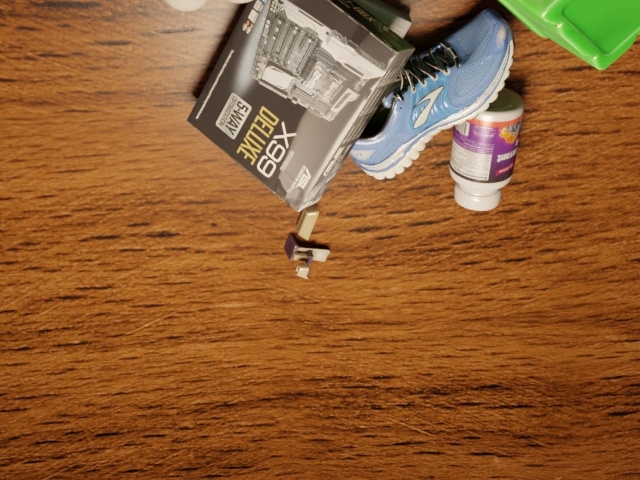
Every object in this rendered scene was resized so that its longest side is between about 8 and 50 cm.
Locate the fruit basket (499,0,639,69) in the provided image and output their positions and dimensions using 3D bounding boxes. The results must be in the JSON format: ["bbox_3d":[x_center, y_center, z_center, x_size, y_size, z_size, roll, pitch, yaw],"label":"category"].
[{"bbox_3d":[0.345,-0.468,1.194,0.392,0.392,0.283,-42,139,24],"label":"fruit basket"}]

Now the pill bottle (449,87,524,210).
[{"bbox_3d":[0.272,-0.150,1.524,0.108,0.108,0.193,0,126,-2],"label":"pill bottle"}]

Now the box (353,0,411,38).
[{"bbox_3d":[0.035,-0.303,1.450,0.145,0.038,0.186,22,123,-17],"label":"box"}]

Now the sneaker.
[{"bbox_3d":[0.157,-0.235,1.420,0.330,0.129,0.147,-43,137,18],"label":"sneaker"}]

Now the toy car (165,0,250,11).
[{"bbox_3d":[-0.154,-0.377,1.211,0.182,0.136,0.159,-7,128,4],"label":"toy car"}]

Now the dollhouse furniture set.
[{"bbox_3d":[0.000,0.000,1.647,0.081,0.091,0.114,7,123,-26],"label":"dollhouse furniture set"}]

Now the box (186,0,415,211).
[{"bbox_3d":[-0.038,-0.236,1.401,0.242,0.076,0.307,41,120,11],"label":"box"}]
